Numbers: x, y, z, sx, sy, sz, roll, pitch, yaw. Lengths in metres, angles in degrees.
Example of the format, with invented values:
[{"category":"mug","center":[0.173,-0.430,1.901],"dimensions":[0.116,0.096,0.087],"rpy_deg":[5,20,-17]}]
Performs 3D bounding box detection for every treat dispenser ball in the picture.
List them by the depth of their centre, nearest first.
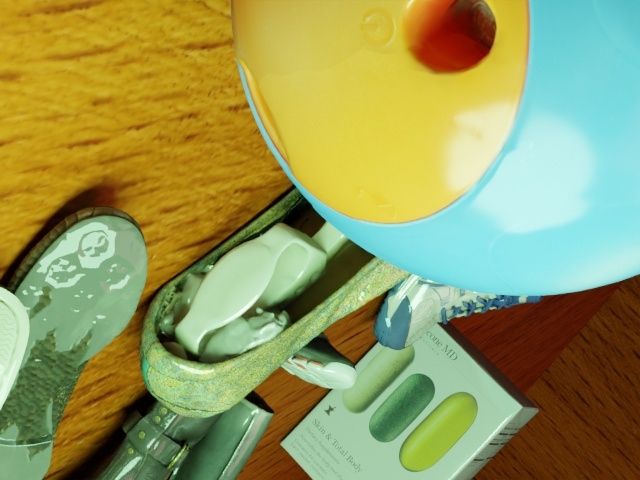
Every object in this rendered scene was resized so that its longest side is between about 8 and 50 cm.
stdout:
[{"category":"treat dispenser ball","center":[0.099,-0.116,0.628],"dimensions":[0.288,0.288,0.288],"rpy_deg":[-41,163,-15]}]

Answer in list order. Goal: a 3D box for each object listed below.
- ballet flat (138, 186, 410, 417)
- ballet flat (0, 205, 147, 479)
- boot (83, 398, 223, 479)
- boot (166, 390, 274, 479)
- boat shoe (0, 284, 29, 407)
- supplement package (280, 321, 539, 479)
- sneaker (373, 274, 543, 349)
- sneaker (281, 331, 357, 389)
[{"category":"ballet flat","center":[0.000,0.000,0.998],"dimensions":[0.348,0.123,0.123],"rpy_deg":[-40,163,-11]},{"category":"ballet flat","center":[-0.179,0.067,0.832],"dimensions":[0.084,0.058,0.250],"rpy_deg":[8,128,-25]},{"category":"boot","center":[-0.163,0.220,1.180],"dimensions":[0.229,0.091,0.263],"rpy_deg":[-50,172,-14]},{"category":"boot","center":[-0.132,0.234,1.294],"dimensions":[0.190,0.076,0.208],"rpy_deg":[19,-92,63]},{"category":"boat shoe","center":[-0.254,0.113,0.749],"dimensions":[0.233,0.084,0.079],"rpy_deg":[-54,-159,6]},{"category":"supplement package","center":[0.125,0.251,1.738],"dimensions":[0.262,0.199,0.198],"rpy_deg":[-47,163,5]},{"category":"sneaker","center":[0.198,0.041,1.535],"dimensions":[0.296,0.131,0.112],"rpy_deg":[-43,165,-3]},{"category":"sneaker","center":[-0.025,0.071,1.068],"dimensions":[0.065,0.158,0.061],"rpy_deg":[-57,140,-11]}]
